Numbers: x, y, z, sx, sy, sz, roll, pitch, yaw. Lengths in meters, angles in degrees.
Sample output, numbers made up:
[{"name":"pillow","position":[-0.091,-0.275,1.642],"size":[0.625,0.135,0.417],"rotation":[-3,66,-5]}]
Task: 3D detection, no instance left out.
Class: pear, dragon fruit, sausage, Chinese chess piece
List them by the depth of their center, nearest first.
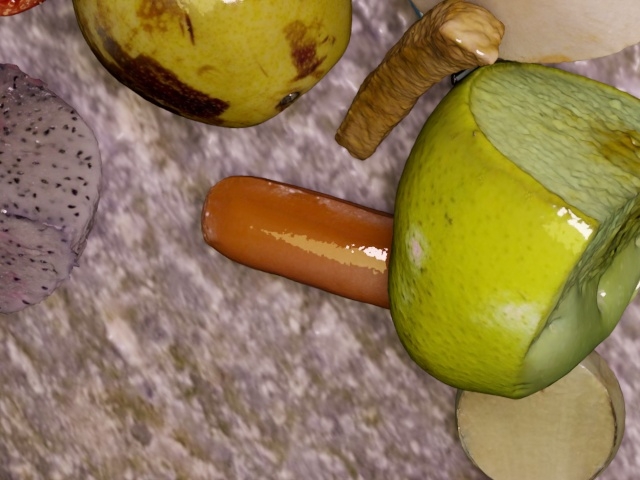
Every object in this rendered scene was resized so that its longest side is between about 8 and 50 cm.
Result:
[{"name":"pear","position":[0.187,0.006,1.047],"size":[0.238,0.342,0.318],"rotation":[35,123,22]},{"name":"pear","position":[-0.106,-0.243,1.057],"size":[0.283,0.283,0.284],"rotation":[4,107,12]},{"name":"sausage","position":[0.000,0.001,1.187],"size":[0.274,0.105,0.105],"rotation":[17,109,8]},{"name":"Chinese chess piece","position":[0.246,0.192,1.197],"size":[0.188,0.083,0.189],"rotation":[4,106,15]},{"name":"dragon fruit","position":[-0.393,-0.061,1.220],"size":[0.282,0.204,0.221],"rotation":[17,138,-8]}]

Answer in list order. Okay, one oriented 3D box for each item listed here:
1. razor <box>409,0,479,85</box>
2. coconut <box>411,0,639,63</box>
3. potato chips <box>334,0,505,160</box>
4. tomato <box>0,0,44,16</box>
[{"name":"razor","position":[0.088,-0.280,1.115],"size":[0.082,0.042,0.253],"rotation":[-39,95,-22]},{"name":"coconut","position":[0.204,-0.310,0.928],"size":[0.322,0.323,0.323],"rotation":[4,107,12]},{"name":"potato chips","position":[0.084,-0.154,1.008],"size":[0.057,0.407,0.080],"rotation":[28,78,-8]},{"name":"tomato","position":[-0.338,-0.341,1.175],"size":[0.166,0.082,0.174],"rotation":[41,106,-5]}]
